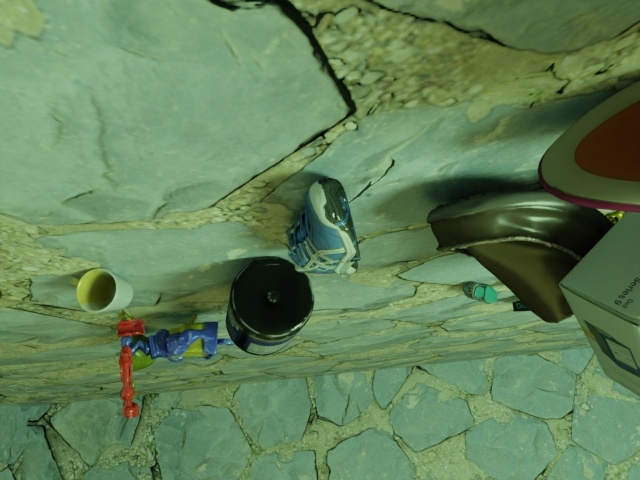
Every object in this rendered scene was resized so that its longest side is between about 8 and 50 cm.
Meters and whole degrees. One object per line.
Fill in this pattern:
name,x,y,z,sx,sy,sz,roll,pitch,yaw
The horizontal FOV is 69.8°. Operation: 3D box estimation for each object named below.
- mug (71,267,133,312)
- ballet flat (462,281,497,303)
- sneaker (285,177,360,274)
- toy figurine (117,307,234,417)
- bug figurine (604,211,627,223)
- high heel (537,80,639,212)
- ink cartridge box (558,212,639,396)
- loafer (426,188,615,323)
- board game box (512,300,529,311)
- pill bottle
mug,-0.312,0.070,0.670,0.062,0.078,0.064,-40,165,-2
ballet flat,0.327,0.106,0.949,0.041,0.041,0.114,-23,152,36
sneaker,0.000,0.000,0.528,0.081,0.080,0.211,-10,157,0
toy figurine,-0.283,0.241,0.928,0.218,0.191,0.362,-3,160,-21
bug figurine,0.488,-0.033,0.525,0.217,0.072,0.279,17,173,-25
high heel,0.387,-0.075,0.400,0.378,0.127,0.181,-8,165,17
ink cartridge box,0.374,0.070,0.496,0.154,0.093,0.212,-46,124,-3
loafer,0.291,0.034,0.553,0.366,0.129,0.134,13,168,-20
board game box,0.559,0.145,1.049,0.126,0.026,0.186,4,169,-43
pill bottle,-0.090,0.118,0.741,0.123,0.122,0.219,0,158,-14
